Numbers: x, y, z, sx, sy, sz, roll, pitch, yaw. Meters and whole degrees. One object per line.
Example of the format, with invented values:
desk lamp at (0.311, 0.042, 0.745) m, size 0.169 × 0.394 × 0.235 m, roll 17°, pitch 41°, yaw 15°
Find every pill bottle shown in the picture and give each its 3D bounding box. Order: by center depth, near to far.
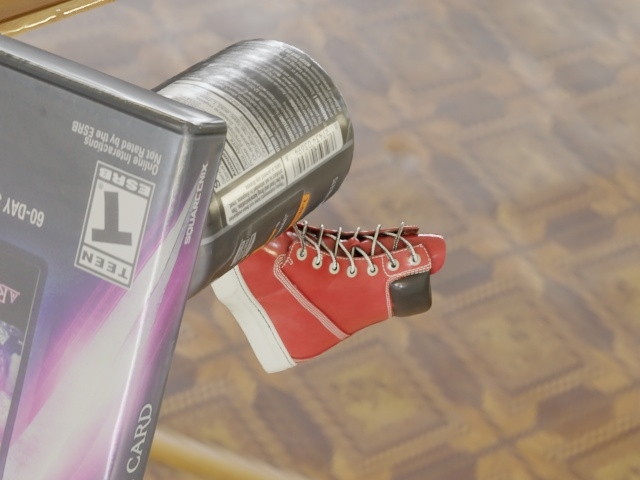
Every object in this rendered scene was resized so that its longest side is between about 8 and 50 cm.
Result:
pill bottle at (-0.092, -0.036, 1.301) m, size 0.130 × 0.130 × 0.246 m, roll 38°, pitch 39°, yaw 13°

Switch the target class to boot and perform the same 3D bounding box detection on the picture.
boot at (0.000, 0.000, 1.552) m, size 0.176 × 0.244 × 0.088 m, roll -21°, pitch 53°, yaw 8°

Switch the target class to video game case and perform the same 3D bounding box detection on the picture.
video game case at (-0.142, 0.063, 0.631) m, size 0.196 × 0.274 × 0.026 m, roll 22°, pitch 15°, yaw 28°

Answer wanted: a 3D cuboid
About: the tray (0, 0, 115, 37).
tray at (-0.239, -0.306, 1.787) m, size 0.411 × 0.076 × 0.202 m, roll -30°, pitch 107°, yaw -52°
